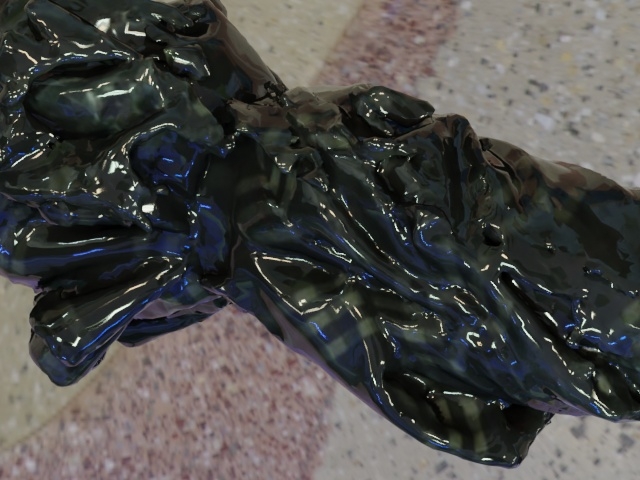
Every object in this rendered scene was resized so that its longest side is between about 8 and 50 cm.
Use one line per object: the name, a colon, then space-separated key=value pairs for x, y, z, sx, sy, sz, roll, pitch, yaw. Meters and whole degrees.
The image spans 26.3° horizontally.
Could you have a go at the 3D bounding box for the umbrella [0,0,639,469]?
umbrella: x=-0.002 y=0.008 z=0.445 sx=0.337 sy=0.154 sz=0.128 roll=24 pitch=56 yaw=10
